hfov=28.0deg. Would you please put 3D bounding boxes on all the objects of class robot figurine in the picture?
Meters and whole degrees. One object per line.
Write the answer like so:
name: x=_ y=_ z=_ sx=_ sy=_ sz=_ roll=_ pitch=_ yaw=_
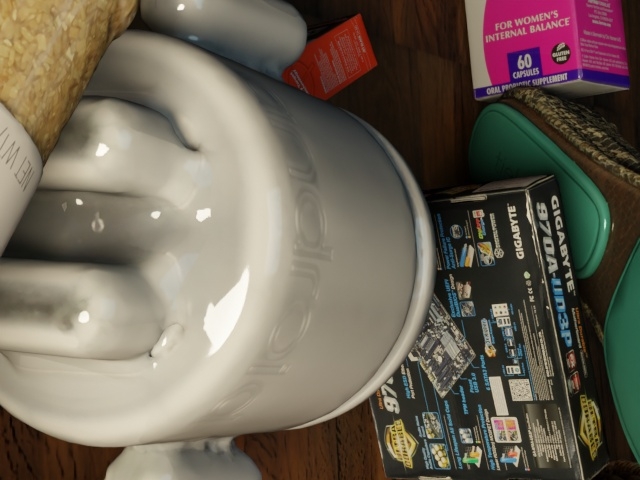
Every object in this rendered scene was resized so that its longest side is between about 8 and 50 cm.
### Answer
robot figurine: x=-0.060 y=0.007 z=0.693 sx=0.353 sy=0.200 sz=0.300 roll=10 pitch=88 yaw=-64

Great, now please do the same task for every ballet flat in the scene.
ballet flat: x=0.273 y=0.022 z=1.002 sx=0.182 sy=0.483 sz=0.164 roll=3 pitch=122 yaw=-18

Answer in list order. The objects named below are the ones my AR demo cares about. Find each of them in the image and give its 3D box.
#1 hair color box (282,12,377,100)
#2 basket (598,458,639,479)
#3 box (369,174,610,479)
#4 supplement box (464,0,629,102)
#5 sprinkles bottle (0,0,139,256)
hair color box: x=-0.028 y=-0.111 z=0.888 sx=0.141 sy=0.072 sz=0.043 roll=-41 pitch=117 yaw=-49
basket: x=0.360 y=0.382 z=1.215 sx=0.223 sy=0.213 sz=0.299 roll=-38 pitch=115 yaw=-49
box: x=0.109 y=0.071 z=0.957 sx=0.051 sy=0.175 sz=0.220 roll=-22 pitch=102 yaw=-51
supplement box: x=0.204 y=-0.243 z=1.189 sx=0.114 sy=0.111 sz=0.220 roll=-1 pitch=85 yaw=-53
sprinkles bottle: x=-0.184 y=0.023 z=0.428 sx=0.121 sy=0.121 sz=0.355 roll=46 pitch=56 yaw=-40
